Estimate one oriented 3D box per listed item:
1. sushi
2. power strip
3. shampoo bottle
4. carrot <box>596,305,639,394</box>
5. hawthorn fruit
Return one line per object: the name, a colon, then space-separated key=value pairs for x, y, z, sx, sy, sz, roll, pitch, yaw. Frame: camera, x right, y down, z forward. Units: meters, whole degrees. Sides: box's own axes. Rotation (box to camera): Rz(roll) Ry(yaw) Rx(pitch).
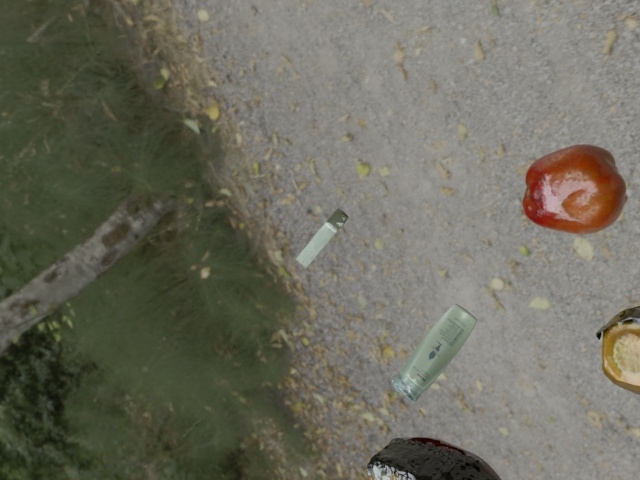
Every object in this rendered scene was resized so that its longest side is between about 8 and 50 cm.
sushi: x=0.188 y=0.412 z=1.080 sx=0.225 sy=0.126 sz=0.136 roll=17 pitch=118 yaw=47
power strip: x=0.000 y=0.000 z=0.636 sx=0.017 sy=0.027 sz=0.083 roll=41 pitch=135 yaw=0
shampoo bottle: x=0.231 y=0.227 z=1.322 sx=0.072 sy=0.212 sz=0.049 roll=37 pitch=172 yaw=9
carrot: x=0.311 y=0.098 z=0.596 sx=0.082 sy=0.173 sz=0.082 roll=-6 pitch=81 yaw=45
hawthorn fruit: x=0.365 y=-0.073 z=0.953 sx=0.133 sy=0.138 sz=0.132 roll=-12 pitch=-90 yaw=-84
